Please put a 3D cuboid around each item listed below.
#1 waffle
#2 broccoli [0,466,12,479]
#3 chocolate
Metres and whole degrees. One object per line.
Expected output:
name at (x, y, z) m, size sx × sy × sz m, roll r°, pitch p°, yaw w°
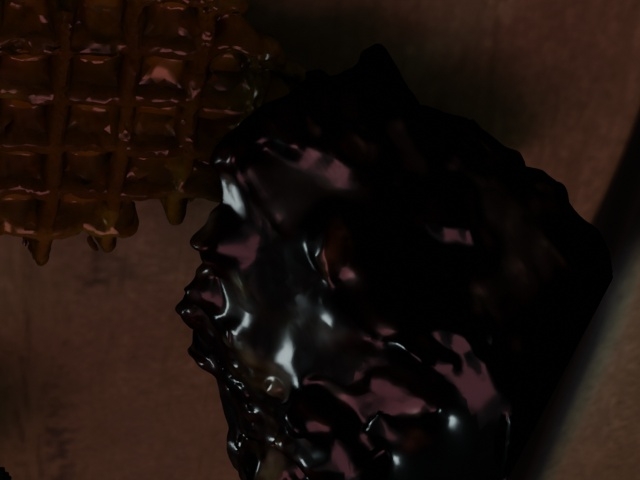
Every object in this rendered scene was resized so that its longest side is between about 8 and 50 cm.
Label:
waffle at (-0.132, -0.074, 0.941) m, size 0.229 × 0.051 × 0.231 m, roll -27°, pitch 138°, yaw 20°
broccoli at (-0.301, 0.204, 1.075) m, size 0.269 × 0.269 × 0.254 m, roll 23°, pitch 148°, yaw -32°
chocolate at (0.000, 0.000, 0.952) m, size 0.206 × 0.224 × 0.177 m, roll 0°, pitch 138°, yaw 46°
